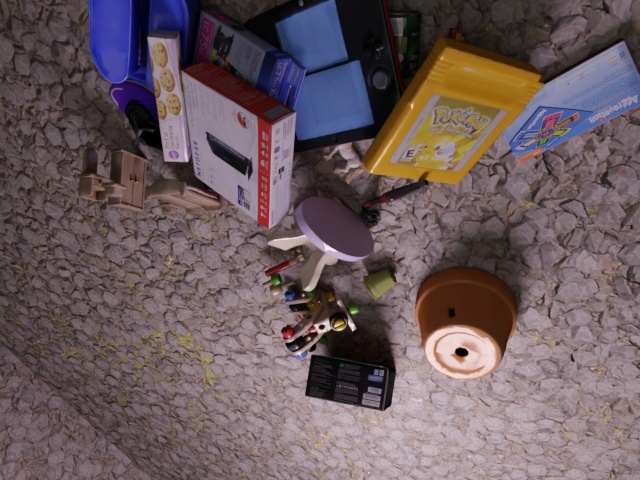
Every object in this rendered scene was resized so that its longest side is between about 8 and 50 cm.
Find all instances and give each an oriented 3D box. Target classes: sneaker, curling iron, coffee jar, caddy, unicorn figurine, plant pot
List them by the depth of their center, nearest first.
[{"bbox_3d":[0.181,-0.417,1.045,0.079,0.096,0.184,10,123,18],"label":"coffee jar"},{"bbox_3d":[-0.431,-0.538,1.147,0.242,0.179,0.341,11,128,-14],"label":"caddy"},{"bbox_3d":[0.190,-0.105,1.211,0.068,0.035,0.274,48,147,-7],"label":"curling iron"},{"bbox_3d":[0.062,-0.239,1.226,0.111,0.060,0.162,-29,121,22],"label":"unicorn figurine"},{"bbox_3d":[-0.488,-0.341,1.301,0.293,0.146,0.102,36,126,-4],"label":"sneaker"},{"bbox_3d":[0.405,0.251,1.307,0.291,0.203,0.290,9,123,14],"label":"plant pot"},{"bbox_3d":[0.185,0.124,1.392,0.079,0.083,0.083,-33,105,19],"label":"plant pot"}]

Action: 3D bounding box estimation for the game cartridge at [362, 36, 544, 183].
[{"bbox_3d":[0.285,-0.258,1.006,0.286,0.052,0.323,2,144,-27],"label":"game cartridge"}]

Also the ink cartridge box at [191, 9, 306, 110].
[{"bbox_3d":[-0.189,-0.414,1.150,0.311,0.065,0.185,36,128,15],"label":"ink cartridge box"}]

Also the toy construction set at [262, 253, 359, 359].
[{"bbox_3d":[-0.014,0.188,1.445,0.237,0.257,0.308,-26,90,12],"label":"toy construction set"}]

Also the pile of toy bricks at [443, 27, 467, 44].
[{"bbox_3d":[0.321,-0.353,1.028,0.105,0.118,0.212,-1,122,2],"label":"pile of toy bricks"}]

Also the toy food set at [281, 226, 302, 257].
[{"bbox_3d":[-0.085,0.005,1.444,0.078,0.019,0.122,25,125,4],"label":"toy food set"}]

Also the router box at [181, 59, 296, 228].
[{"bbox_3d":[-0.208,-0.236,1.177,0.301,0.082,0.335,34,143,22],"label":"router box"}]

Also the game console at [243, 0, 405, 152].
[{"bbox_3d":[0.005,-0.392,1.081,0.387,0.060,0.341,-2,116,37],"label":"game console"}]

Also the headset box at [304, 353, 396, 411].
[{"bbox_3d":[0.110,0.460,1.506,0.247,0.131,0.283,6,166,17],"label":"headset box"}]

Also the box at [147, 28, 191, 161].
[{"bbox_3d":[-0.371,-0.351,1.151,0.067,0.063,0.323,3,130,-6],"label":"box"}]

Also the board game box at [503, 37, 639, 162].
[{"bbox_3d":[0.547,-0.300,1.026,0.281,0.027,0.145,-27,106,31],"label":"board game box"}]

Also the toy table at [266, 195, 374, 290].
[{"bbox_3d":[0.000,0.000,1.289,0.274,0.252,0.161,31,132,-32],"label":"toy table"}]

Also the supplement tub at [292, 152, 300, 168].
[{"bbox_3d":[-0.102,-0.217,1.261,0.071,0.107,0.071,9,122,15],"label":"supplement tub"}]

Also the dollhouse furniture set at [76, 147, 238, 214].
[{"bbox_3d":[-0.447,-0.192,1.336,0.356,0.303,0.173,-4,81,20],"label":"dollhouse furniture set"}]
